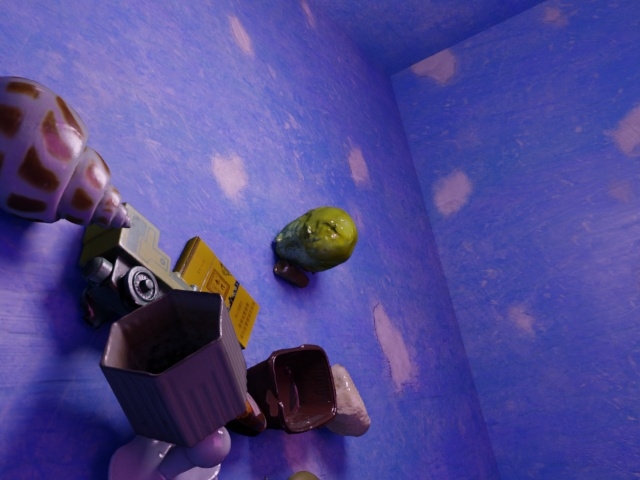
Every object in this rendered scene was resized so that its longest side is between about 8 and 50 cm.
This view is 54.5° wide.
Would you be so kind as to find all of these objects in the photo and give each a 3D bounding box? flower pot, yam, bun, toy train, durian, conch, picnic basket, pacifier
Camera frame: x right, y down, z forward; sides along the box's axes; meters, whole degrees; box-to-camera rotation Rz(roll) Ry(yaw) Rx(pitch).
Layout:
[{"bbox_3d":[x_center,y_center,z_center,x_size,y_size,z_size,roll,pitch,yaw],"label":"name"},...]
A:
[{"bbox_3d":[-0.254,0.225,1.119,0.239,0.209,0.189,-31,125,-25],"label":"flower pot"},{"bbox_3d":[-0.089,0.103,1.916,0.132,0.054,0.054,39,39,-47],"label":"yam"},{"bbox_3d":[0.053,0.477,1.816,0.220,0.134,0.220,156,-90,-83],"label":"bun"},{"bbox_3d":[-0.343,0.117,1.314,0.369,0.151,0.237,49,26,-39],"label":"toy train"},{"bbox_3d":[0.000,0.000,1.937,0.256,0.340,0.204,-23,94,-36],"label":"durian"},{"bbox_3d":[-0.507,-0.154,1.132,0.249,0.197,0.367,-103,169,-66],"label":"conch"},{"bbox_3d":[-0.083,0.394,1.622,0.297,0.129,0.222,9,65,-60],"label":"picnic basket"},{"bbox_3d":[-0.249,0.415,1.161,0.238,0.226,0.287,49,32,-8],"label":"pacifier"}]

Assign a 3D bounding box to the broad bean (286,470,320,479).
[{"bbox_3d":[-0.031,0.704,1.483,0.238,0.119,0.290,52,26,-50],"label":"broad bean"}]

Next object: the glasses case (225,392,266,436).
[{"bbox_3d":[-0.204,0.355,1.367,0.122,0.082,0.321,43,-10,29],"label":"glasses case"}]

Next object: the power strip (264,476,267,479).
[{"bbox_3d":[-0.122,0.681,1.446,0.060,0.027,0.252,38,39,-48],"label":"power strip"}]

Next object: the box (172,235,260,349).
[{"bbox_3d":[-0.260,0.136,1.571,0.279,0.041,0.153,54,31,-29],"label":"box"}]
